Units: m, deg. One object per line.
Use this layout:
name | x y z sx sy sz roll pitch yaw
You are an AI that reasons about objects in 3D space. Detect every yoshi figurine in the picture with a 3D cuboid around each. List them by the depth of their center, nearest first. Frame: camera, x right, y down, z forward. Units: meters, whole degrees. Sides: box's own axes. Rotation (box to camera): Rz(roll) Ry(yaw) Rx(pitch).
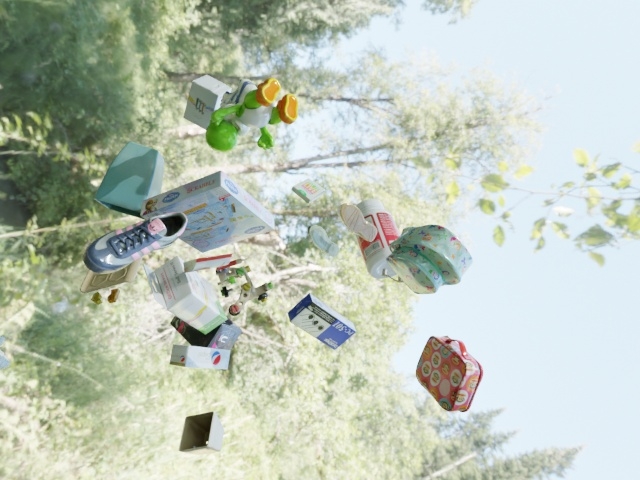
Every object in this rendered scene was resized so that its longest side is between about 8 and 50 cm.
yoshi figurine | -0.257 -0.390 1.557 0.362 0.203 0.204 -11 -79 41

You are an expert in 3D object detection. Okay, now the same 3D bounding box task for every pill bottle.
pill bottle | 0.308 -0.019 2.487 0.229 0.229 0.408 97 -18 -52

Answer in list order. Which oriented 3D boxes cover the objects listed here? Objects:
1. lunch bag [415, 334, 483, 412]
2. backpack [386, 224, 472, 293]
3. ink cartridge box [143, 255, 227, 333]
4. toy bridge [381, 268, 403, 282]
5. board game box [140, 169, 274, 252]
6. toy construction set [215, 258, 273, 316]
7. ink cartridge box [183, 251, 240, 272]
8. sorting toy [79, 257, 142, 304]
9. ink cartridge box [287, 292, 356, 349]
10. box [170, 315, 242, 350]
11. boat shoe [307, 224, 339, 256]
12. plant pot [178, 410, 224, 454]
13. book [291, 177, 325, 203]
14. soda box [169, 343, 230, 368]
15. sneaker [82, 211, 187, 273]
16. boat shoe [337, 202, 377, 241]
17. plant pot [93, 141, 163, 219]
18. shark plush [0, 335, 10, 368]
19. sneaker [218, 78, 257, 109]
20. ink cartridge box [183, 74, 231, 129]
lunch bag | 0.520 0.518 1.887 0.293 0.120 0.258 -135 -121 -65
backpack | 0.361 0.061 1.540 0.225 0.191 0.253 48 -27 -14
ink cartridge box | -0.525 0.204 1.827 0.207 0.119 0.353 56 -1 34
toy bridge | 0.370 0.163 2.151 0.026 0.188 0.063 41 53 -53
board game box | -0.372 -0.084 1.576 0.318 0.318 0.066 44 35 -54
toy construction set | -0.352 0.185 2.177 0.309 0.237 0.257 96 -28 -54
ink cartridge box | -0.382 0.078 1.645 0.179 0.145 0.045 -9 -90 50
sorting toy | -0.871 0.160 1.928 0.307 0.229 0.041 -94 170 -51
ink cartridge box | 0.007 0.251 1.419 0.207 0.097 0.046 38 16 -32
box | -0.506 0.381 2.048 0.270 0.165 0.143 29 -4 37
boat shoe | 0.000 0.000 2.182 0.068 0.081 0.228 22 -18 47
plant pot | -0.363 0.617 1.463 0.109 0.109 0.096 -89 155 -44
book | -0.053 -0.214 1.991 0.096 0.144 0.035 39 -57 7
soda box | -0.401 0.393 1.565 0.216 0.074 0.069 31 62 -58
sneaker | -0.514 -0.012 1.316 0.131 0.319 0.112 -35 -88 34
boat shoe | 0.143 -0.081 2.052 0.096 0.098 0.277 23 -13 44
plant pot | -0.653 -0.213 1.639 0.165 0.165 0.234 130 -24 -79
shark plush | -0.649 0.234 0.882 0.161 0.073 0.067 180 -109 -76
sneaker | -0.351 -0.514 1.838 0.131 0.296 0.112 62 25 7
ink cartridge box | -0.476 -0.581 1.959 0.176 0.127 0.128 -61 180 35
